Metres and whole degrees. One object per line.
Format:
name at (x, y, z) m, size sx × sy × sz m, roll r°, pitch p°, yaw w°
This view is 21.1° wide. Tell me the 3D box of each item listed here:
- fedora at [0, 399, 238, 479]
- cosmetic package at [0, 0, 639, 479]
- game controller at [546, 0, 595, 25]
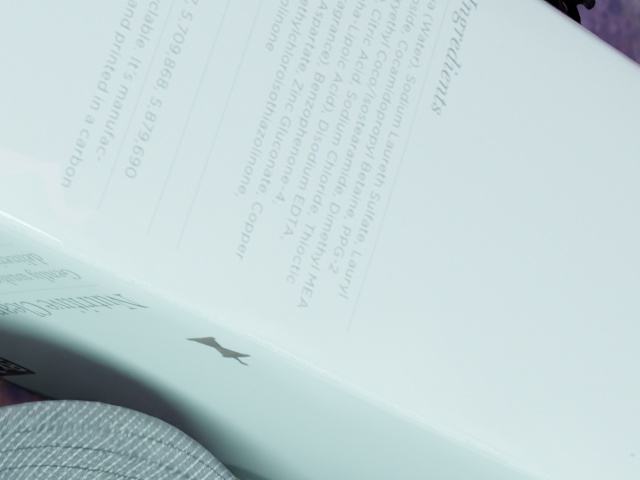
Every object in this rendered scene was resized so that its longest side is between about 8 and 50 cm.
fedora at (-0.117, 0.179, 0.567) m, size 0.244 × 0.124 × 0.275 m, roll -45°, pitch 119°, yaw -27°
cosmetic package at (0.000, 0.000, 0.613) m, size 0.385 × 0.217 × 0.156 m, roll 29°, pitch 70°, yaw -28°
game controller at (0.021, -0.202, 0.678) m, size 0.067 × 0.166 × 0.319 m, roll -28°, pitch 97°, yaw 9°
